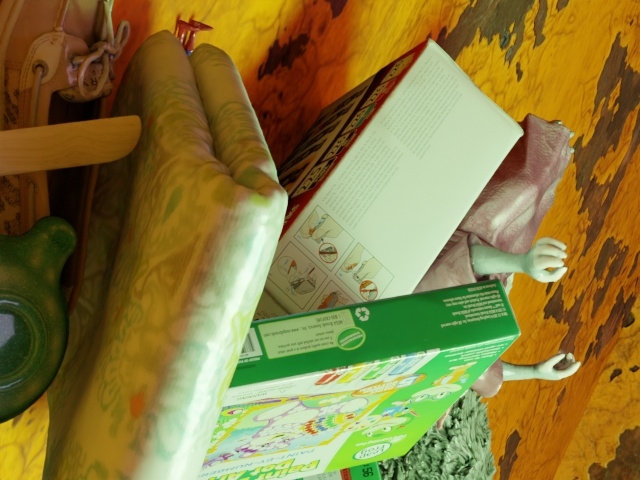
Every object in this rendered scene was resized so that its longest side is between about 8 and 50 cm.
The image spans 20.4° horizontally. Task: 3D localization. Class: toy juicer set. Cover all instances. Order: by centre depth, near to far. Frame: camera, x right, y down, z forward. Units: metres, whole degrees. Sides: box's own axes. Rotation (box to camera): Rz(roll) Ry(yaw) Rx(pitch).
[{"bbox_3d":[-0.257,0.052,1.164,0.209,0.089,0.329,14,90,-30],"label":"toy juicer set"}]

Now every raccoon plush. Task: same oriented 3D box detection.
[{"bbox_3d":[0.192,0.271,2.102,0.446,0.299,0.216,-61,173,30],"label":"raccoon plush"}]

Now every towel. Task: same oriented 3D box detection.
[{"bbox_3d":[-0.126,0.043,1.263,0.374,0.090,0.320,-113,-142,-65],"label":"towel"}]

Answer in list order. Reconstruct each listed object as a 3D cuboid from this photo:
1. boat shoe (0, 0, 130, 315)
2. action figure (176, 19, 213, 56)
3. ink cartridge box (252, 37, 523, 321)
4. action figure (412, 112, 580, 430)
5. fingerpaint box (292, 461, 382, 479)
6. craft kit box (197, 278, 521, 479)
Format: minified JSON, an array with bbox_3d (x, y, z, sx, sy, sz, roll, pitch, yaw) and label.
[{"bbox_3d":[-0.179,-0.085,1.242,0.104,0.089,0.285,-26,135,-60],"label":"boat shoe"},{"bbox_3d":[-0.115,-0.121,1.450,0.038,0.030,0.115,-23,135,-68],"label":"action figure"},{"bbox_3d":[0.000,0.000,1.639,0.309,0.130,0.272,-54,-167,-31],"label":"ink cartridge box"},{"bbox_3d":[0.130,0.022,1.770,0.248,0.276,0.370,86,23,-44],"label":"action figure"},{"bbox_3d":[0.005,0.457,1.806,0.444,0.163,0.371,-104,-168,-47],"label":"fingerpaint box"},{"bbox_3d":[-0.004,0.124,1.395,0.250,0.061,0.246,-9,158,-25],"label":"craft kit box"}]
